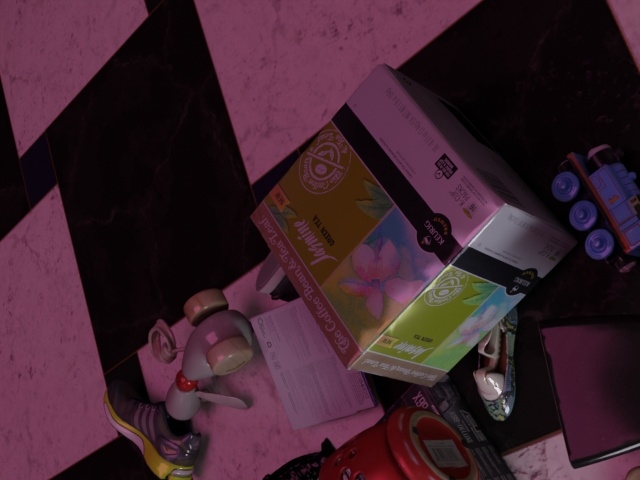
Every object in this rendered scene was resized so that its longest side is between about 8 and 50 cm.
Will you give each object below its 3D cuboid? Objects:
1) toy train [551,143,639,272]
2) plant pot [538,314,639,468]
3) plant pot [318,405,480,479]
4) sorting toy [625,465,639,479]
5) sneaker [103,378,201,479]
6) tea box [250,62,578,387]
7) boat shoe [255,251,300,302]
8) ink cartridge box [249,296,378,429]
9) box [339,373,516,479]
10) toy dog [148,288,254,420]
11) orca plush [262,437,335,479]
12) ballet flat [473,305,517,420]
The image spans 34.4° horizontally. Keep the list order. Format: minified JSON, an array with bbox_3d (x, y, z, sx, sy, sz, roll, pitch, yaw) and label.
[{"bbox_3d":[0.394,-0.048,1.406,0.105,0.080,0.184,-39,60,28],"label":"toy train"},{"bbox_3d":[0.408,0.176,1.322,0.167,0.187,0.188,-19,75,31],"label":"plant pot"},{"bbox_3d":[0.120,0.344,1.496,0.174,0.191,0.191,-48,57,25],"label":"plant pot"},{"bbox_3d":[0.493,0.462,1.324,0.229,0.041,0.307,7,95,42],"label":"sorting toy"},{"bbox_3d":[-0.342,0.374,2.157,0.300,0.111,0.121,38,106,34],"label":"sneaker"},{"bbox_3d":[0.126,-0.017,1.521,0.323,0.220,0.329,-50,51,19],"label":"tea box"},{"bbox_3d":[0.000,0.000,1.807,0.302,0.091,0.114,-46,28,37],"label":"boat shoe"},{"bbox_3d":[-0.004,0.205,1.805,0.224,0.045,0.223,-24,86,44],"label":"ink cartridge box"},{"bbox_3d":[0.185,0.402,1.613,0.242,0.076,0.307,-53,55,31],"label":"box"},{"bbox_3d":[-0.193,0.221,1.990,0.334,0.161,0.220,-34,68,57],"label":"toy dog"},{"bbox_3d":[-0.074,0.478,1.862,0.287,0.102,0.151,-42,61,37],"label":"orca plush"},{"bbox_3d":[0.256,0.179,1.551,0.070,0.070,0.188,1,90,46],"label":"ballet flat"}]
